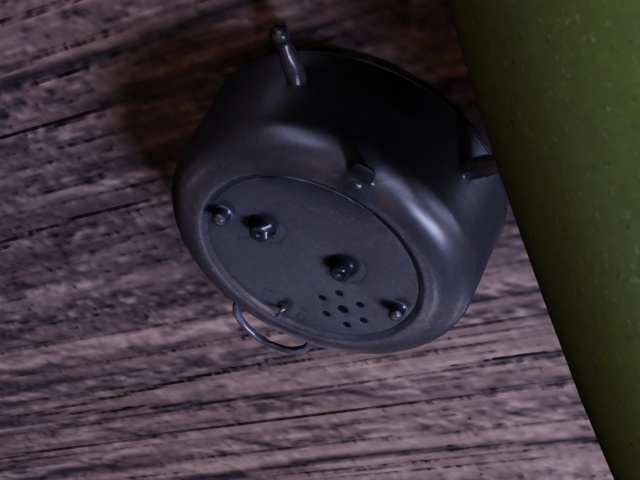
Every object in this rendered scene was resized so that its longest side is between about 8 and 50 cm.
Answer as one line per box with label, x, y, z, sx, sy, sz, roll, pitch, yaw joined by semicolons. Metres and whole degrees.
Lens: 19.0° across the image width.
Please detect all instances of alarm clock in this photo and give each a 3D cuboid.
alarm clock;0.000;0.000;0.783;0.129;0.064;0.192;27;146;-1

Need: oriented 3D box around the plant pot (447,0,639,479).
plant pot;0.154;-0.039;0.507;0.275;0.275;0.293;-25;105;46
